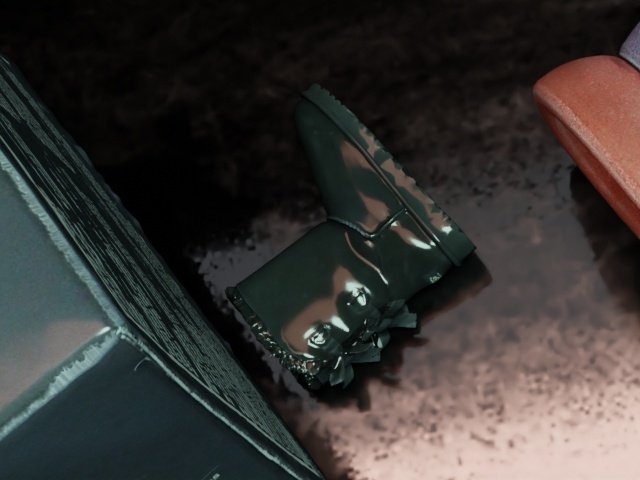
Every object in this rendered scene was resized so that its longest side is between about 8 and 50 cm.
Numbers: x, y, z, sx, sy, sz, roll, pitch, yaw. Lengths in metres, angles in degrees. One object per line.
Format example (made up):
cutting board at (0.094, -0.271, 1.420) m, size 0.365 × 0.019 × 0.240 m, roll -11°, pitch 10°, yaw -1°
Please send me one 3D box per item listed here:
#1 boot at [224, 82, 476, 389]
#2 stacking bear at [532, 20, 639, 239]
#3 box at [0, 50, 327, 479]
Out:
boot at (0.000, 0.000, 0.890) m, size 0.099 × 0.045 × 0.121 m, roll -42°, pitch 67°, yaw 1°
stacking bear at (0.243, -0.090, 0.778) m, size 0.289 × 0.164 × 0.175 m, roll -39°, pitch 66°, yaw 4°
box at (-0.173, 0.022, 0.790) m, size 0.182 × 0.294 × 0.296 m, roll -38°, pitch 66°, yaw -1°
